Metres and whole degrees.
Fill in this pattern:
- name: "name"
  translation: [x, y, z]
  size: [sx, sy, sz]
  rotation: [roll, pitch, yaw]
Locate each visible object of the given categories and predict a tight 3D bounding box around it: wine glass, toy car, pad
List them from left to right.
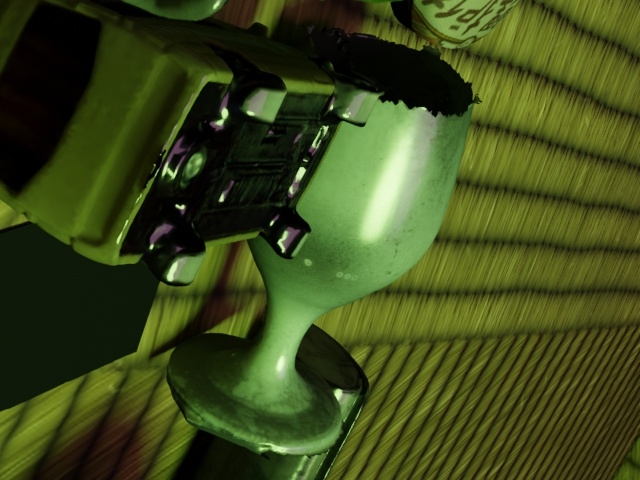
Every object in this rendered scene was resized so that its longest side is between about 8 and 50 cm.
- name: "pad"
  translation: [-0.136, 0.033, 0.934]
  size: [0.190, 0.004, 0.127]
  rotation: [-23, 139, -56]
- name: "toy car"
  translation: [-0.066, -0.056, 0.808]
  size: [0.101, 0.124, 0.257]
  rotation: [-62, 169, 11]
- name: "wine glass"
  translation: [0.000, 0.000, 1.027]
  size: [0.126, 0.126, 0.241]
  rotation: [-24, 143, -57]

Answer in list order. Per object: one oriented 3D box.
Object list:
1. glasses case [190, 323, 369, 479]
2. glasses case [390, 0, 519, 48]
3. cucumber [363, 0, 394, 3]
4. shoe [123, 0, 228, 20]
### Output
- name: "glasses case"
  translation: [-0.066, 0.200, 1.202]
  size: [0.060, 0.114, 0.299]
  rotation: [19, 106, -29]
- name: "glasses case"
  translation: [0.130, -0.260, 1.013]
  size: [0.122, 0.082, 0.321]
  rotation: [-18, 136, -63]
- name: "cucumber"
  translation: [0.031, -0.173, 0.866]
  size: [0.244, 0.134, 0.134]
  rotation: [-24, 141, -51]
- name: "shoe"
  translation: [-0.066, -0.151, 0.599]
  size: [0.125, 0.099, 0.227]
  rotation: [-62, 162, -19]
